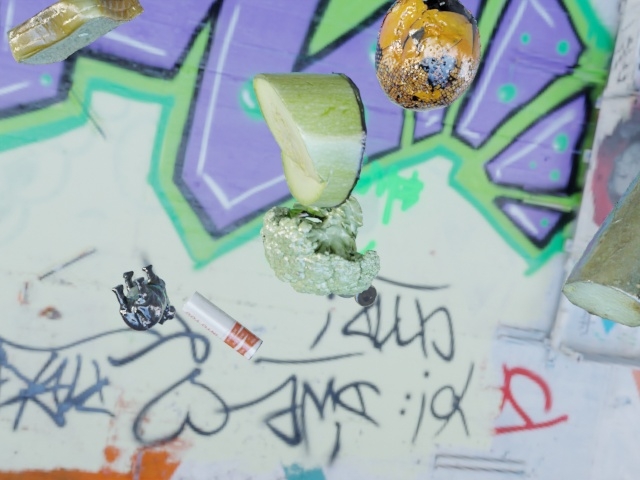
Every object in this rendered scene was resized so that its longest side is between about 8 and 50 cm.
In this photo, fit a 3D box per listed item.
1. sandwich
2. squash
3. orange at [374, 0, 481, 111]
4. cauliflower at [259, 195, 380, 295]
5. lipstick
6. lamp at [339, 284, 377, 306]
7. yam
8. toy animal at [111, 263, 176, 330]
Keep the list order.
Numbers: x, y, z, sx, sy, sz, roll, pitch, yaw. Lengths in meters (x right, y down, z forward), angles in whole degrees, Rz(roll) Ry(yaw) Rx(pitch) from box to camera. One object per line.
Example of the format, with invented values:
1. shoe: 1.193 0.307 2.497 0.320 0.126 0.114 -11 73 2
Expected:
1. sandwich: -0.548 -0.477 1.679 0.251 0.087 0.226 -22 -172 20
2. squash: -0.023 -0.148 1.148 0.133 0.220 0.220 -9 -169 -23
3. orange: 0.206 -0.367 1.474 0.182 0.235 0.234 -2 -169 -40
4. cauliflower: 0.000 0.000 1.748 0.275 0.250 0.272 42 160 -17
5. lipstick: -0.151 0.132 1.160 0.130 0.038 0.038 37 -178 -3
6. lamp: 0.097 0.128 2.310 0.121 0.121 0.214 9 -167 -25
7. yam: 0.539 0.016 1.269 0.161 0.268 0.161 37 162 14
8. toy animal: -0.467 0.154 2.050 0.106 0.168 0.343 -18 178 0
